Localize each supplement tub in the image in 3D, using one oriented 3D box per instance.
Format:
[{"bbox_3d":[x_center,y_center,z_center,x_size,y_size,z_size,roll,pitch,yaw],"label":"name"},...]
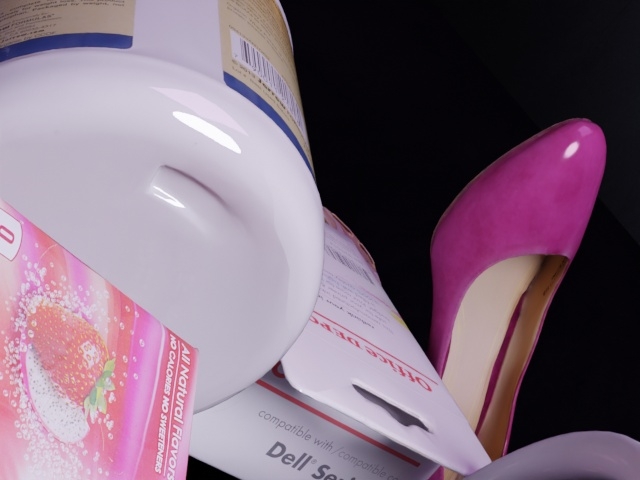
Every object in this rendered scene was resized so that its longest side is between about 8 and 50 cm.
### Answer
[{"bbox_3d":[-0.123,-0.069,0.672,0.228,0.228,0.316,34,25,-27],"label":"supplement tub"}]

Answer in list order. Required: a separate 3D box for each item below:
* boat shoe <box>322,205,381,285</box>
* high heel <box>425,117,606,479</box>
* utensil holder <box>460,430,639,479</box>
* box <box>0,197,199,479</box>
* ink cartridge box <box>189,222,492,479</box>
[{"bbox_3d":[0.000,0.000,1.159,0.170,0.063,0.059,50,19,-17],"label":"boat shoe"},{"bbox_3d":[0.147,0.095,0.867,0.127,0.377,0.181,0,40,-30],"label":"high heel"},{"bbox_3d":[0.167,0.348,0.569,0.385,0.327,0.327,47,23,-7],"label":"utensil holder"},{"bbox_3d":[-0.156,0.152,0.420,0.154,0.142,0.300,45,37,-42],"label":"box"},{"bbox_3d":[-0.028,0.079,0.819,0.207,0.119,0.353,32,14,-30],"label":"ink cartridge box"}]
